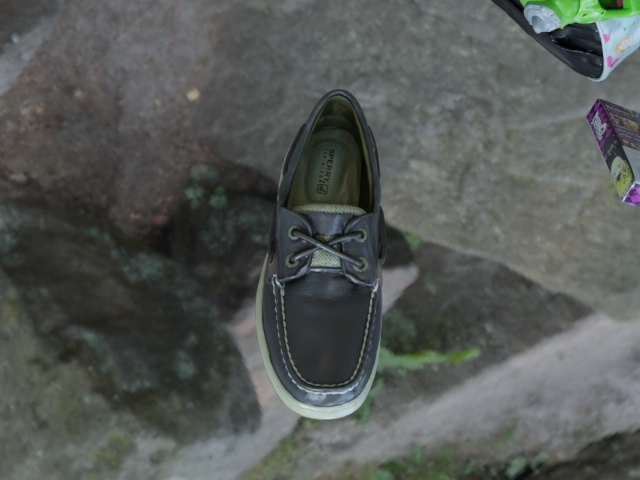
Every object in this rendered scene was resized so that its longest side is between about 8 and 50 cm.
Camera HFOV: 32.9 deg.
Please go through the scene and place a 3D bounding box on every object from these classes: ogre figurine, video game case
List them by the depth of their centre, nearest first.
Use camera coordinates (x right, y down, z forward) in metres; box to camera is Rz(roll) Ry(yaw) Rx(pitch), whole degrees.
[{"bbox_3d":[0.211,-0.231,0.866,0.096,0.118,0.197,-6,-172,42],"label":"ogre figurine"},{"bbox_3d":[0.497,-0.095,1.501,0.232,0.210,0.042,16,126,-15],"label":"video game case"}]

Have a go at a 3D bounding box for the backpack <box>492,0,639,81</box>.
[{"bbox_3d":[0.291,-0.316,1.234,0.191,0.253,0.225,-32,146,1],"label":"backpack"}]

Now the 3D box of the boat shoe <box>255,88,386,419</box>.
[{"bbox_3d":[0.001,0.000,0.681,0.080,0.224,0.073,3,144,-1],"label":"boat shoe"}]
